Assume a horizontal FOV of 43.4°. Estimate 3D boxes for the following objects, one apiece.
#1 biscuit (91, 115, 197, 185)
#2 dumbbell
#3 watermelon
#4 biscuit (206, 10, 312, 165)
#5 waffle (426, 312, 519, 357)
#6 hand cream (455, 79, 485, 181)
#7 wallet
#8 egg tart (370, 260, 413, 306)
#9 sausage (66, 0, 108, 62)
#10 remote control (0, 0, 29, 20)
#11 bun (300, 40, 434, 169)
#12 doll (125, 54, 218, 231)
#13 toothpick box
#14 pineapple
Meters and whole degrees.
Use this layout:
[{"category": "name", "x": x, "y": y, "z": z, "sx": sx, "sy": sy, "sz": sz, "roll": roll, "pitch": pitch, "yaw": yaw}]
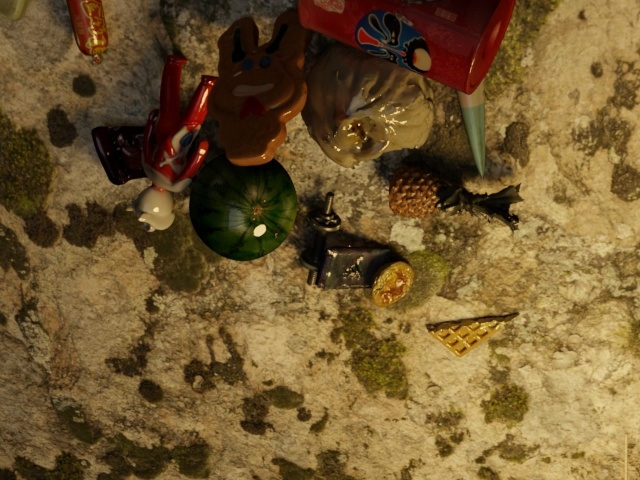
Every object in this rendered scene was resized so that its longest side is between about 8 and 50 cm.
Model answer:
[{"category": "biscuit", "x": -0.384, "y": -0.198, "z": 1.811, "sx": 0.235, "sy": 0.063, "sz": 0.151, "roll": -3, "pitch": 122, "yaw": 13}, {"category": "dumbbell", "x": 0.000, "y": 0.000, "z": 1.838, "sx": 0.081, "sy": 0.081, "sz": 0.254, "roll": 15, "pitch": 124, "yaw": 4}, {"category": "watermelon", "x": -0.166, "y": -0.077, "z": 1.730, "sx": 0.242, "sy": 0.242, "sz": 0.242, "roll": 6, "pitch": 123, "yaw": 9}, {"category": "biscuit", "x": -0.121, "y": -0.300, "z": 1.549, "sx": 0.202, "sy": 0.334, "sz": 0.047, "roll": -1, "pitch": 158, "yaw": 18}, {"category": "waffle", "x": 0.360, "y": 0.194, "z": 1.913, "sx": 0.125, "sy": 0.032, "sz": 0.191, "roll": 40, "pitch": 120, "yaw": -10}, {"category": "hand cream", "x": 0.294, "y": -0.277, "z": 1.589, "sx": 0.070, "sy": 0.111, "sz": 0.312, "roll": -8, "pitch": 115, "yaw": 6}, {"category": "wallet", "x": 0.075, "y": 0.060, "z": 1.847, "sx": 0.166, "sy": 0.030, "sz": 0.111, "roll": 1, "pitch": 121, "yaw": -26}, {"category": "egg tart", "x": 0.162, "y": 0.094, "z": 1.860, "sx": 0.052, "sy": 0.130, "sz": 0.130, "roll": 42, "pitch": 136, "yaw": 39}, {"category": "sausage", "x": -0.483, "y": -0.491, "z": 1.644, "sx": 0.083, "sy": 0.083, "sz": 0.264, "roll": 4, "pitch": 125, "yaw": 11}, {"category": "remote control", "x": -0.611, "y": -0.588, "z": 1.630, "sx": 0.090, "sy": 0.038, "sz": 0.309, "roll": 29, "pitch": 123, "yaw": -4}, {"category": "bun", "x": 0.084, "y": -0.263, "z": 1.576, "sx": 0.281, "sy": 0.205, "sz": 0.281, "roll": 6, "pitch": 121, "yaw": 10}, {"category": "doll", "x": -0.318, "y": -0.189, "z": 1.709, "sx": 0.188, "sy": 0.099, "sz": 0.384, "roll": 37, "pitch": 113, "yaw": 35}, {"category": "toothpick box", "x": 0.151, "y": -0.412, "z": 1.418, "sx": 0.333, "sy": 0.204, "sz": 0.204, "roll": 26, "pitch": 126, "yaw": 15}, {"category": "pineapple", "x": 0.283, "y": -0.089, "z": 1.676, "sx": 0.277, "sy": 0.119, "sz": 0.130, "roll": 10, "pitch": 149, "yaw": 14}]
